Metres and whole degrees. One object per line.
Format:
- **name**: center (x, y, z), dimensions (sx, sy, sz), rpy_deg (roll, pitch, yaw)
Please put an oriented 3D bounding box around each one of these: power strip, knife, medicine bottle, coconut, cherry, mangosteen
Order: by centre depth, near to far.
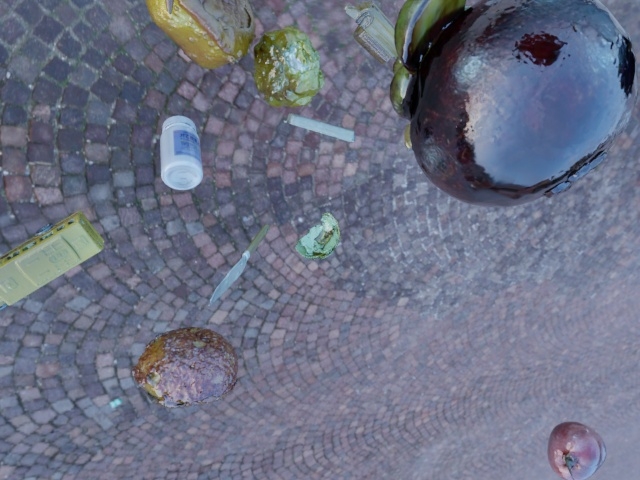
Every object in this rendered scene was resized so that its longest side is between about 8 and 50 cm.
- **mangosteen**: center (0.255, -0.200, 0.651), dimensions (0.329, 0.330, 0.330), rpy_deg (-15, 129, -19)
- **cherry**: center (0.475, 0.394, 0.881), dimensions (0.126, 0.086, 0.106), rpy_deg (29, 90, -45)
- **knife**: center (-0.185, 0.054, 1.113), dimensions (0.017, 0.298, 0.047), rpy_deg (19, 128, 9)
- **medicine bottle**: center (-0.364, -0.231, 1.227), dimensions (0.102, 0.187, 0.103), rpy_deg (-10, 145, -7)
- **coconut**: center (-0.001, 0.001, 1.476), dimensions (0.158, 0.133, 0.055), rpy_deg (-34, 158, 4)
- **power strip**: center (0.000, -0.433, 1.801), dimensions (0.285, 0.080, 0.048), rpy_deg (14, 103, -6)

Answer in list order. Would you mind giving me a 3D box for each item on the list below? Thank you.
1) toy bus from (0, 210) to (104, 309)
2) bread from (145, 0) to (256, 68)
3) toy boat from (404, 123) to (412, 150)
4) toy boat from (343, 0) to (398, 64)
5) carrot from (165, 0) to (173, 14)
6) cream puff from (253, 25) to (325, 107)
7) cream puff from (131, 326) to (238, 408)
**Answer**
- **toy bus**: center (-0.737, 0.063, 1.210), dimensions (0.335, 0.123, 0.121), rpy_deg (-34, 120, -13)
- **bread**: center (-0.370, -0.716, 1.451), dimensions (0.204, 0.337, 0.358), rpy_deg (-25, 129, 28)
- **toy boat**: center (0.343, -0.308, 1.419), dimensions (0.321, 0.089, 0.122), rpy_deg (-24, 98, -50)
- **toy boat**: center (0.196, -0.652, 1.526), dimensions (0.310, 0.089, 0.115), rpy_deg (32, 121, -33)
- **carrot**: center (-0.383, -0.687, 1.199), dimensions (0.048, 0.048, 0.217), rpy_deg (1, 94, -29)
- **cream puff**: center (-0.094, -0.579, 1.587), dimensions (0.185, 0.281, 0.282), rpy_deg (-16, 134, -49)
- **cream puff**: center (-0.307, 0.286, 1.092), dimensions (0.239, 0.240, 0.164), rpy_deg (-8, 107, -24)
